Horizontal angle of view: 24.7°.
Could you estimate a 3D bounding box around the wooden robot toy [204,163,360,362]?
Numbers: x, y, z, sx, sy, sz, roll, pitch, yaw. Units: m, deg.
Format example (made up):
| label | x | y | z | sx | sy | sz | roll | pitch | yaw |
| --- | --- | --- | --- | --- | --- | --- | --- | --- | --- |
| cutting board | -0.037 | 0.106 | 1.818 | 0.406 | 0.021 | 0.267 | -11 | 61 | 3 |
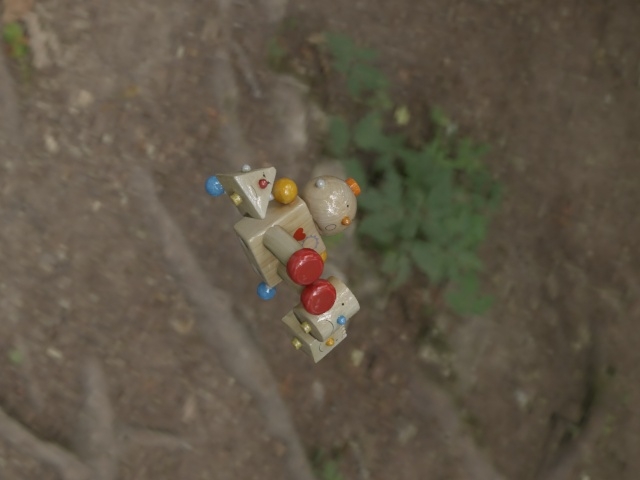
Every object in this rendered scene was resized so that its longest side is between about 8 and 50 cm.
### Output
| label | x | y | z | sx | sy | sz | roll | pitch | yaw |
| --- | --- | --- | --- | --- | --- | --- | --- | --- | --- |
| wooden robot toy | 0.000 | 0.000 | 0.854 | 0.079 | 0.076 | 0.173 | -40 | 136 | -16 |
